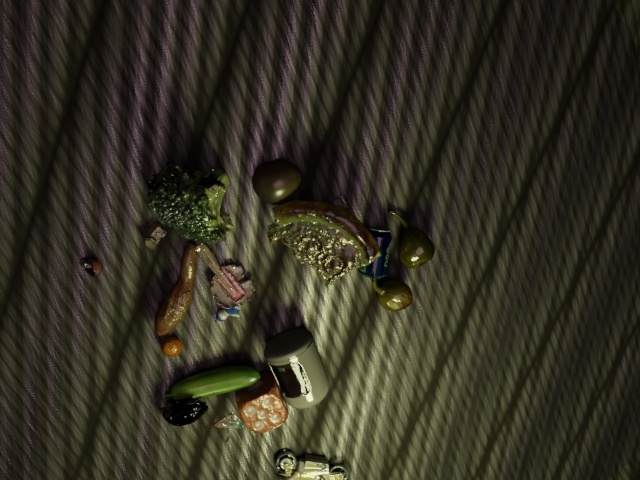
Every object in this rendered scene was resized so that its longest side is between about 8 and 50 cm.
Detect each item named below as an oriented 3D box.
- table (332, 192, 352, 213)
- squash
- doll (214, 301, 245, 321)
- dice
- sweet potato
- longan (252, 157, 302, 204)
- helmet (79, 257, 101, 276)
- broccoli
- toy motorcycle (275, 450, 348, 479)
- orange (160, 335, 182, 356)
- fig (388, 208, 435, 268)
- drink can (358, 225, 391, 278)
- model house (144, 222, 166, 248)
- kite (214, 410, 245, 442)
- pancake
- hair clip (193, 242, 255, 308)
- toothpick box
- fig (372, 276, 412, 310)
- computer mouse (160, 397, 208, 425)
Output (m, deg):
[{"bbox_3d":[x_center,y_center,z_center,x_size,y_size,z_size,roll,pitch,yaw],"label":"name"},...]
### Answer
[{"bbox_3d":[0.033,-0.066,1.726,0.198,0.166,0.166,-29,105,6],"label":"table"},{"bbox_3d":[-0.440,0.582,1.797,0.396,0.107,0.107,-13,104,-2],"label":"squash"},{"bbox_3d":[-0.370,0.280,1.772,0.143,0.057,0.098,-40,84,1],"label":"doll"},{"bbox_3d":[-0.239,0.670,1.823,0.175,0.174,0.179,-26,109,-5],"label":"dice"},{"bbox_3d":[-0.542,0.200,1.703,0.109,0.109,0.384,23,92,-14],"label":"sweet potato"},{"bbox_3d":[-0.162,-0.220,1.647,0.189,0.189,0.189,-2,102,-10],"label":"longan"},{"bbox_3d":[-0.856,0.092,1.649,0.084,0.049,0.065,40,130,8],"label":"helmet"},{"bbox_3d":[-0.427,-0.152,1.575,0.348,0.294,0.280,44,54,-26],"label":"broccoli"},{"bbox_3d":[-0.051,1.078,1.973,0.341,0.108,0.222,14,91,-6],"label":"toy motorcycle"},{"bbox_3d":[-0.592,0.422,1.751,0.084,0.083,0.083,-2,102,-10],"label":"orange"},{"bbox_3d":[0.371,-0.016,1.827,0.152,0.151,0.259,-22,78,-5],"label":"fig"},{"bbox_3d":[0.224,0.047,1.796,0.118,0.118,0.204,6,102,-11],"label":"drink can"},{"bbox_3d":[-0.632,-0.018,1.661,0.083,0.057,0.058,-46,110,4],"label":"model house"},{"bbox_3d":[-0.392,0.810,1.908,0.139,0.011,0.156,10,99,-9],"label":"kite"},{"bbox_3d":[0.004,-0.003,1.641,0.427,0.067,0.305,38,110,-12],"label":"pancake"},{"bbox_3d":[-0.387,0.130,1.717,0.173,0.069,0.300,-38,106,-15],"label":"hair clip"},{"bbox_3d":[-0.079,0.539,1.812,0.229,0.229,0.316,-22,107,-5],"label":"toothpick box"},{"bbox_3d":[0.270,0.208,1.795,0.245,0.149,0.149,27,97,-40],"label":"fig"},{"bbox_3d":[-0.550,0.699,1.774,0.242,0.077,0.147,-33,143,29],"label":"computer mouse"}]
